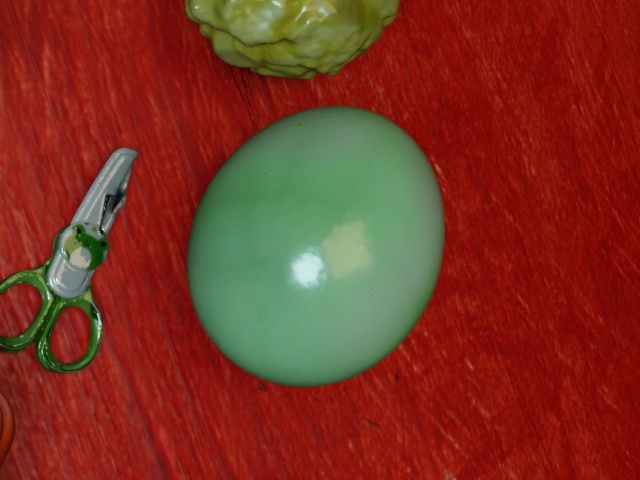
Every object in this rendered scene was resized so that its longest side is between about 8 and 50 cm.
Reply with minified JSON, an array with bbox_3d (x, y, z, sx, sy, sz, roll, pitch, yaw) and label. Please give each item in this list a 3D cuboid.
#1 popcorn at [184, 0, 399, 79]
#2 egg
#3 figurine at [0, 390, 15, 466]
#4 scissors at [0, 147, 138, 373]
[{"bbox_3d":[-0.021,-0.277,0.775,0.249,0.225,0.249,7,80,-45],"label":"popcorn"},{"bbox_3d":[0.000,0.000,0.739,0.220,0.220,0.269,41,61,-23],"label":"egg"},{"bbox_3d":[-0.300,0.158,0.531,0.257,0.181,0.208,37,33,-33],"label":"figurine"},{"bbox_3d":[-0.208,0.008,0.708,0.101,0.027,0.204,32,67,-31],"label":"scissors"}]
